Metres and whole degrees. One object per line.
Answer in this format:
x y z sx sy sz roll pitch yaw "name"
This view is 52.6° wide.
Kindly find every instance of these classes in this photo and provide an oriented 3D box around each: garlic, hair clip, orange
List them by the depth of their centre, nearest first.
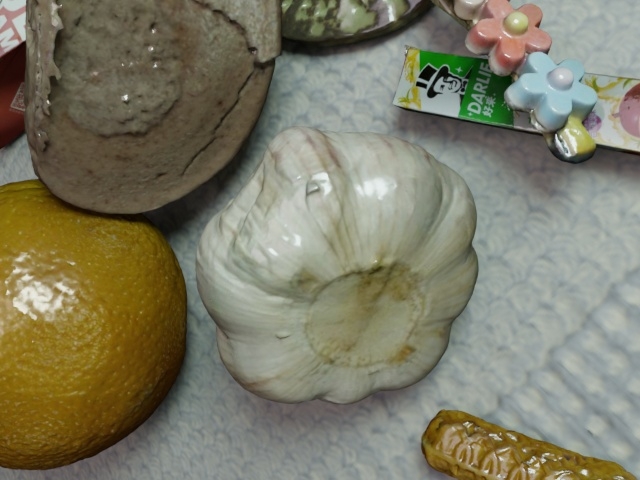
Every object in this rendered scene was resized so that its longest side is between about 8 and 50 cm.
0.124 -0.147 0.445 0.062 0.056 0.213 -25 64 -15 "hair clip"
0.000 0.000 0.505 0.218 0.219 0.212 -62 29 15 "garlic"
-0.249 0.070 0.606 0.264 0.264 0.264 0 90 31 "orange"

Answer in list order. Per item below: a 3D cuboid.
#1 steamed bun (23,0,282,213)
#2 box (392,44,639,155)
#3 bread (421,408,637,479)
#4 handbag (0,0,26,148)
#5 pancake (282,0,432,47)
-0.140 -0.195 0.549 0.251 0.199 0.301 -116 36 -48 "steamed bun"
0.154 -0.102 0.475 0.207 0.041 0.049 18 97 29 "box"
0.149 0.168 0.476 0.157 0.044 0.052 13 94 30 "bread"
-0.348 -0.241 0.720 0.298 0.151 0.171 -29 81 19 "handbag"
0.027 -0.313 0.557 0.286 0.033 0.288 -28 76 29 "pancake"
